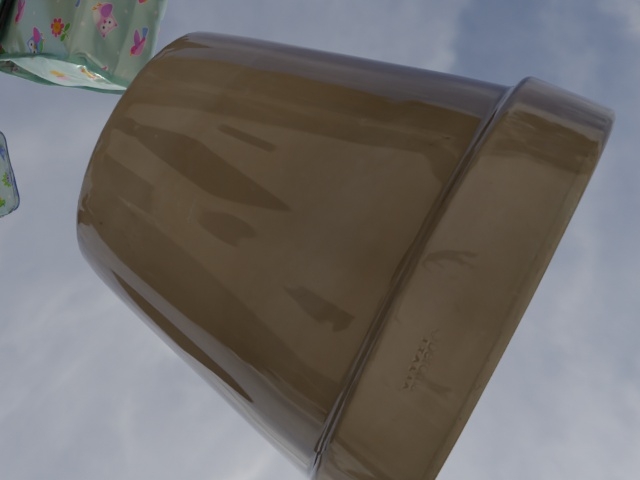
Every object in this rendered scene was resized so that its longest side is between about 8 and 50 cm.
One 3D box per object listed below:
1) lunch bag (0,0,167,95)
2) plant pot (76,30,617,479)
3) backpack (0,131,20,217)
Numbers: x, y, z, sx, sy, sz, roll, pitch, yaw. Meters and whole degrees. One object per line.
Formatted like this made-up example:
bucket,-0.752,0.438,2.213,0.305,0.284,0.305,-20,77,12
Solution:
lunch bag,-0.333,-0.317,1.179,0.262,0.160,0.223,12,-94,37
plant pot,0.000,0.000,0.618,0.280,0.323,0.323,27,-90,10
backpack,-0.391,-0.067,0.969,0.114,0.084,0.105,-18,-66,-31
